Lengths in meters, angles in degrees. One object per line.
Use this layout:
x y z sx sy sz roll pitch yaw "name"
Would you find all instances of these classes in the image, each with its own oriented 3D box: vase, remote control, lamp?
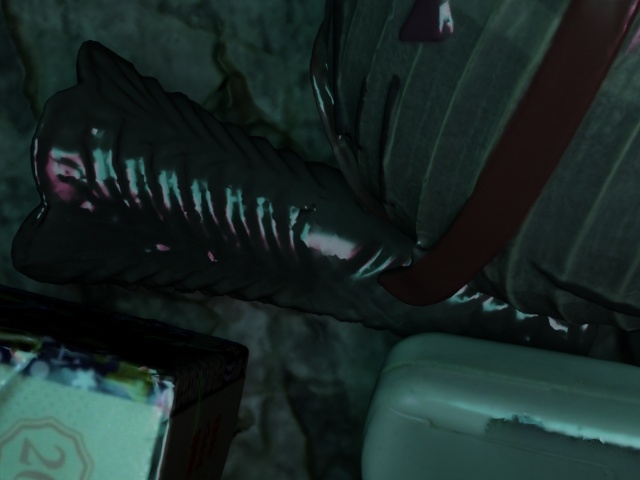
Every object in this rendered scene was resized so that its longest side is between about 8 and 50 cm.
0.000 0.000 0.540 0.238 0.115 0.115 17 90 1 "vase"
0.162 0.109 0.499 0.297 0.140 0.056 9 48 14 "remote control"
0.114 -0.093 0.436 0.233 0.233 0.265 26 112 3 "lamp"

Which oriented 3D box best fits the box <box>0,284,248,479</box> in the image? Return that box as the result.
-0.195 0.048 0.497 0.310 0.198 0.084 13 88 4 "box"
